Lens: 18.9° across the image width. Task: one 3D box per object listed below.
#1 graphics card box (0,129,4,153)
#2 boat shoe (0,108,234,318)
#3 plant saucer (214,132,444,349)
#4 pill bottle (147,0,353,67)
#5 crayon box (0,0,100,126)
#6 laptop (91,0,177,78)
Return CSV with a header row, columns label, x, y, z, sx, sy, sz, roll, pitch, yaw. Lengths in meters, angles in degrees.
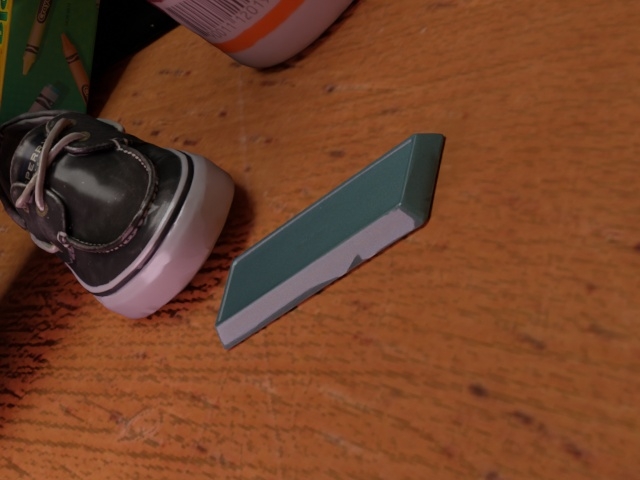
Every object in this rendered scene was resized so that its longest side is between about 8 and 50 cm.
label,x,y,z,sx,sy,sz,roll,pitch,yaw
graphics card box,-0.345,0.063,1.489,0.233,0.094,0.371,-139,66,-70
boat shoe,-0.168,-0.028,1.358,0.121,0.119,0.335,-61,23,-9
plant saucer,0.000,0.000,1.121,0.192,0.018,0.067,-35,31,43
pill bottle,-0.138,-0.309,1.310,0.224,0.392,0.224,-44,26,28
crayon box,-0.257,-0.229,1.697,0.165,0.081,0.278,18,101,62
laptop,-0.102,-0.354,1.778,0.382,0.236,0.408,-24,68,53
